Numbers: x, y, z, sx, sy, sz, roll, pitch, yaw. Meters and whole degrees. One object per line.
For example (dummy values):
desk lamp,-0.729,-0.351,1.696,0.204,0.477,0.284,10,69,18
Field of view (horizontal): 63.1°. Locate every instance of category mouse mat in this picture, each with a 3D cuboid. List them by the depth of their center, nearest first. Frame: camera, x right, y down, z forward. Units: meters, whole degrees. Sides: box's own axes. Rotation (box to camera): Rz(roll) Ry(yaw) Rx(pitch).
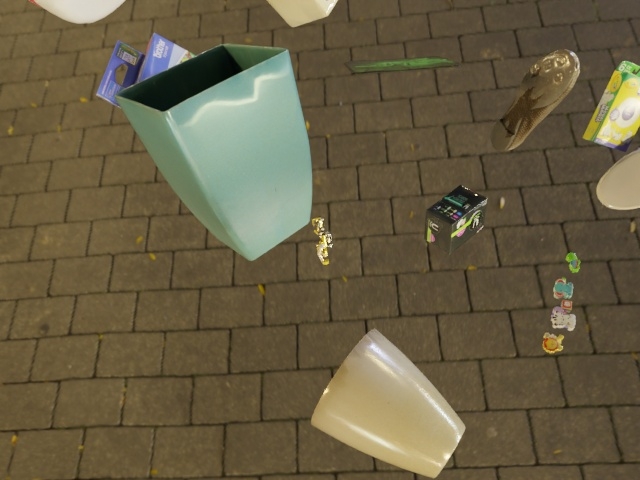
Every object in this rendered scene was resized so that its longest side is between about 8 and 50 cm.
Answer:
mouse mat,0.142,-0.317,0.936,0.189,0.007,0.153,-4,25,-3

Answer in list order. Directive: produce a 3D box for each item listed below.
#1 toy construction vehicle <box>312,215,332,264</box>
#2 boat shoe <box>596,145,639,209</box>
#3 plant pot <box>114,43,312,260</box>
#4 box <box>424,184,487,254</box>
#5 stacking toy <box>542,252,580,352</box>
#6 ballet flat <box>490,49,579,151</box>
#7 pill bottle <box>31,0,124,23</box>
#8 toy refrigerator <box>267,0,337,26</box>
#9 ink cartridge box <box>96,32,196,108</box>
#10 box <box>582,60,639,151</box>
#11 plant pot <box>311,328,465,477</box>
toy construction vehicle,0.000,0.000,1.252,0.035,0.098,0.086,-10,21,-13
boat shoe,0.786,-0.182,1.200,0.340,0.158,0.127,-32,86,12
plant pot,-0.114,-0.105,0.675,0.165,0.234,0.165,-35,37,-23
box,0.203,-0.032,0.785,0.083,0.062,0.052,-35,49,-25
stacking toy,0.616,0.160,1.338,0.052,0.167,0.221,10,63,18
ballet flat,0.402,-0.255,0.973,0.058,0.250,0.084,-14,65,-20
pill bottle,-0.286,-0.318,0.378,0.318,0.176,0.176,29,70,-6
toy refrigerator,-0.075,-0.392,0.607,0.094,0.269,0.102,14,70,53
ink cartridge box,-0.232,-0.264,0.963,0.311,0.065,0.186,21,45,-25
box,0.673,-0.296,1.158,0.105,0.179,0.043,11,18,-21
plant pot,0.165,0.376,1.142,0.274,0.256,0.256,32,72,18
